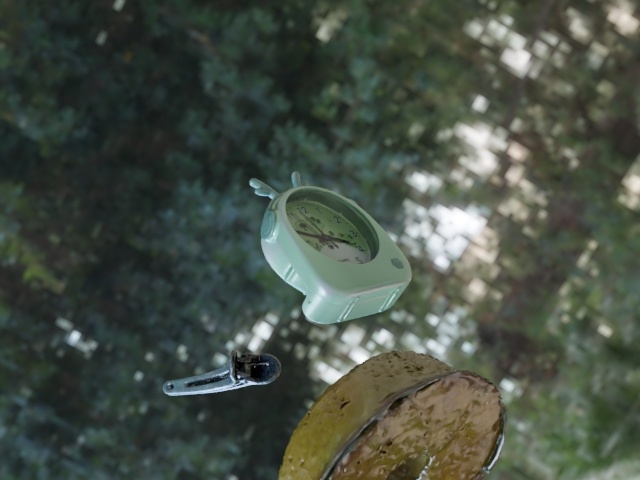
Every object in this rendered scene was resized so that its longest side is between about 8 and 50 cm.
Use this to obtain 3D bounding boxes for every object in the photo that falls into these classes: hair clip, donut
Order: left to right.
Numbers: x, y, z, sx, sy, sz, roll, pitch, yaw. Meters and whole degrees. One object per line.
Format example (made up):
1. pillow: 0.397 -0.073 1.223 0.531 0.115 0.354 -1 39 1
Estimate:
1. hair clip: -0.134 0.177 2.241 0.070 0.039 0.229 9 162 -28
2. donut: 0.061 0.229 1.839 0.272 0.272 0.107 10 -159 -47

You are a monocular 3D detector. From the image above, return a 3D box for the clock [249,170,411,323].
1. clock: 0.000 0.000 2.090 0.159 0.066 0.211 -8 -129 -45
